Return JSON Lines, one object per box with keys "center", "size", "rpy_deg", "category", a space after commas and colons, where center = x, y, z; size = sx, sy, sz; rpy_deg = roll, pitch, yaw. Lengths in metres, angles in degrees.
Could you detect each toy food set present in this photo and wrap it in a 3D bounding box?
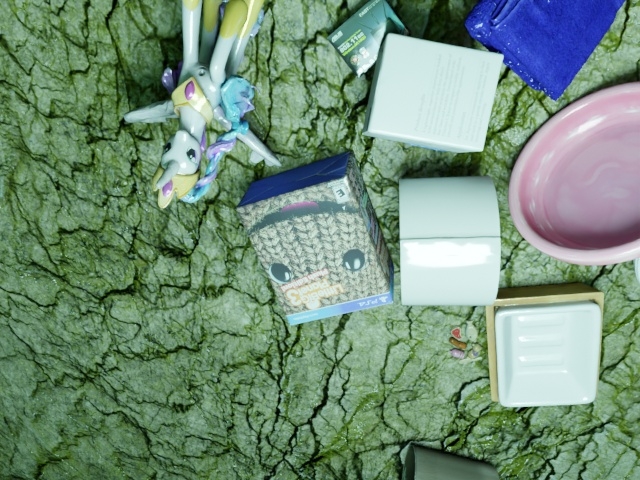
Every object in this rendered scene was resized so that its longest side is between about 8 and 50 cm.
{"center": [0.339, 0.246, 1.267], "size": [0.078, 0.019, 0.122], "rpy_deg": [-17, 115, 17], "category": "toy food set"}

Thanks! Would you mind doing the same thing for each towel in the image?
{"center": [0.381, -0.394, 0.799], "size": [0.228, 0.076, 0.308], "rpy_deg": [27, 104, -26], "category": "towel"}

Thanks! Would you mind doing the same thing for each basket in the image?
{"center": [0.343, 0.644, 1.420], "size": [0.227, 0.154, 0.204], "rpy_deg": [6, 118, 1], "category": "basket"}

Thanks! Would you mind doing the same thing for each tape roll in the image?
{"center": [0.235, 0.002, 1.018], "size": [0.169, 0.246, 0.246], "rpy_deg": [-1, 119, 8], "category": "tape roll"}

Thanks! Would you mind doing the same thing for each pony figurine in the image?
{"center": [-0.197, -0.249, 0.919], "size": [0.303, 0.351, 0.363], "rpy_deg": [14, 101, -4], "category": "pony figurine"}

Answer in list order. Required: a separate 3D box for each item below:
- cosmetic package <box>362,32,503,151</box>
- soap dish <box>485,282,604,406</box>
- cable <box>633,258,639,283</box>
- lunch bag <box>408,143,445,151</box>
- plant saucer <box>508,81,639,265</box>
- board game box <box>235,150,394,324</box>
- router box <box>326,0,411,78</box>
{"center": [0.175, -0.234, 0.885], "size": [0.184, 0.151, 0.151], "rpy_deg": [11, 99, -1], "category": "cosmetic package"}
{"center": [0.483, 0.226, 1.179], "size": [0.229, 0.118, 0.290], "rpy_deg": [-6, 118, 12], "category": "soap dish"}
{"center": [0.745, 0.021, 1.045], "size": [0.257, 0.089, 0.257], "rpy_deg": [41, 117, -15], "category": "cable"}
{"center": [0.199, -0.205, 1.008], "size": [0.098, 0.067, 0.065], "rpy_deg": [11, 120, 2], "category": "lunch bag"}
{"center": [0.483, -0.103, 0.894], "size": [0.332, 0.332, 0.084], "rpy_deg": [-39, 129, 25], "category": "plant saucer"}
{"center": [0.000, 0.000, 1.109], "size": [0.232, 0.141, 0.291], "rpy_deg": [-16, 115, 16], "category": "board game box"}
{"center": [0.086, -0.363, 0.953], "size": [0.122, 0.038, 0.092], "rpy_deg": [-35, 108, 24], "category": "router box"}
